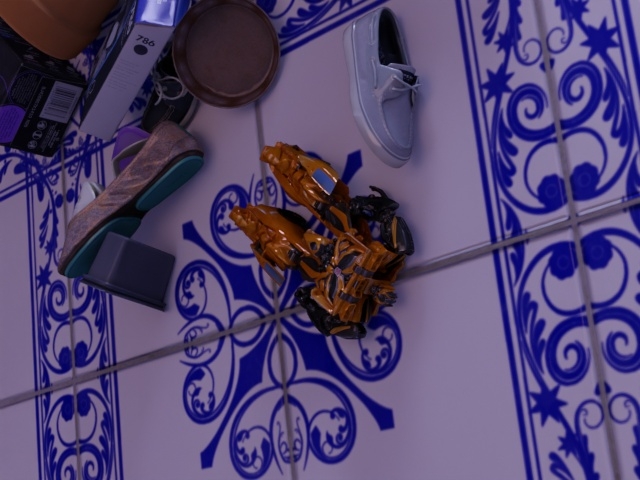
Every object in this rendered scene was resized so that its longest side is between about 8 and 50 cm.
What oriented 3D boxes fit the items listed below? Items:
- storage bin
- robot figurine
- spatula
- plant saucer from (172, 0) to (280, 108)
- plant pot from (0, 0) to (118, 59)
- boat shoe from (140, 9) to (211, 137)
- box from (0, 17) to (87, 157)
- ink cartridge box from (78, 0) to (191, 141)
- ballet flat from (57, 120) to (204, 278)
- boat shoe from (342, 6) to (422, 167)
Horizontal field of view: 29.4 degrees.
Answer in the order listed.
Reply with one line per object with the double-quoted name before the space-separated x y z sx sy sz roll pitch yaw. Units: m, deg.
"storage bin" -0.297 0.045 1.906 0.098 0.135 0.091 16 84 46
"robot figurine" 0.000 0.000 1.648 0.291 0.085 0.211 44 114 40
"spatula" -0.335 -0.053 2.004 0.084 0.030 0.296 27 111 4
"plant saucer" -0.138 -0.282 1.822 0.168 0.029 0.168 2 100 13
"plant pot" -0.431 -0.479 2.037 0.203 0.291 0.291 -35 59 16
"boat shoe" -0.220 -0.261 1.911 0.254 0.079 0.095 -49 53 27
"box" -0.563 -0.293 2.205 0.270 0.143 0.165 45 112 40
"ink cartridge box" -0.287 -0.318 1.911 0.333 0.065 0.165 -48 29 43
"ballet flat" -0.315 -0.071 1.931 0.316 0.107 0.106 -40 71 13
"boat shoe" 0.088 -0.208 1.602 0.081 0.079 0.228 -34 57 40
